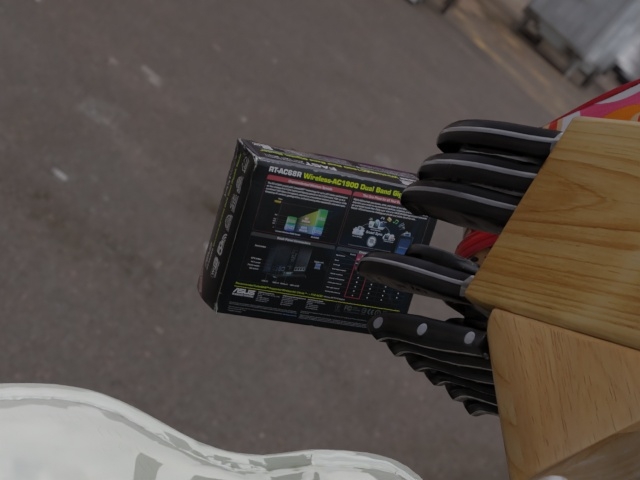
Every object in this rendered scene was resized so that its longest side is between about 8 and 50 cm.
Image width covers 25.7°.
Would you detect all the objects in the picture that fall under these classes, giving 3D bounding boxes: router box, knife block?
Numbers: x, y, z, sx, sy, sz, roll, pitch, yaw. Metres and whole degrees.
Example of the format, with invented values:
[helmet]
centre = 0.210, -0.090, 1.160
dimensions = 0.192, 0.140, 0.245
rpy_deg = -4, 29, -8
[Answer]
[router box]
centre = 0.000, 0.000, 0.793
dimensions = 0.122, 0.092, 0.038
rpy_deg = 10, 17, -25
[knife block]
centre = 0.142, -0.001, 0.579
dimensions = 0.088, 0.275, 0.242
rpy_deg = 38, 33, -32

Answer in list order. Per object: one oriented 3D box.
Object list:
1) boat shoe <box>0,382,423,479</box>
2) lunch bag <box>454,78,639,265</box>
[boat shoe]
centre = -0.080, 0.147, 0.697
dimensions = 0.305, 0.091, 0.109
rpy_deg = 14, 50, -29
[lunch bag]
centre = 0.259, 0.020, 0.926
dimensions = 0.293, 0.258, 0.120
rpy_deg = 40, 43, -30
